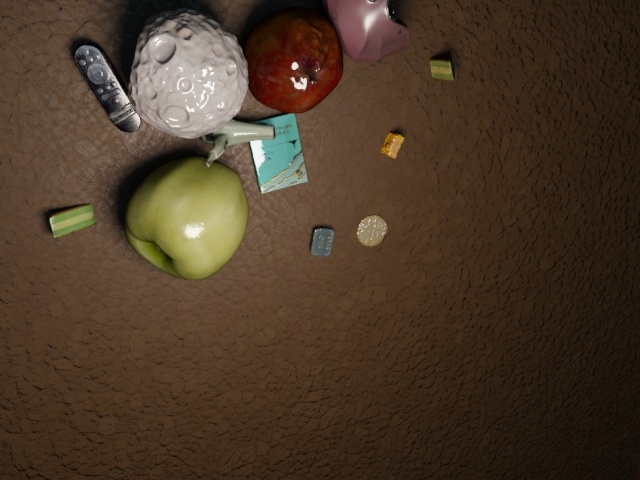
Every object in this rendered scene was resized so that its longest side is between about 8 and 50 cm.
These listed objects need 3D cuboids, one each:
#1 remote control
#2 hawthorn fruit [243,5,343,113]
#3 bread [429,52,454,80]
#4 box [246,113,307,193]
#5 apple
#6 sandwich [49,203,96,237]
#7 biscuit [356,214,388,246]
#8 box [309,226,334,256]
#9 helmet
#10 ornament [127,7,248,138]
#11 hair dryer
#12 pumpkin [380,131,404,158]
[{"bbox_3d":[-0.596,-0.430,1.668,0.090,0.066,0.266,-23,119,4],"label":"remote control"},{"bbox_3d":[-0.078,-0.517,1.677,0.307,0.325,0.309,1,84,-5],"label":"hawthorn fruit"},{"bbox_3d":[0.426,-0.567,1.922,0.084,0.139,0.074,-21,112,-11],"label":"bread"},{"bbox_3d":[-0.140,-0.279,1.879,0.161,0.041,0.230,-17,112,-13],"label":"box"},{"bbox_3d":[-0.379,-0.065,1.707,0.356,0.357,0.358,-6,110,-17],"label":"apple"},{"bbox_3d":[-0.726,-0.058,1.734,0.116,0.074,0.074,-12,112,-15],"label":"sandwich"},{"bbox_3d":[0.183,-0.034,2.088,0.120,0.015,0.120,-6,110,-17],"label":"biscuit"},{"bbox_3d":[0.000,0.000,2.015,0.074,0.054,0.100,4,107,-22],"label":"box"},{"bbox_3d":[0.108,-0.674,1.719,0.197,0.271,0.338,-29,118,9],"label":"helmet"},{"bbox_3d":[-0.350,-0.443,1.591,0.336,0.337,0.338,-6,110,-17],"label":"ornament"},{"bbox_3d":[-0.233,-0.286,1.717,0.228,0.267,0.093,-9,126,-11],"label":"hair dryer"},{"bbox_3d":[0.244,-0.320,1.981,0.053,0.074,0.083,17,104,-19],"label":"pumpkin"}]
